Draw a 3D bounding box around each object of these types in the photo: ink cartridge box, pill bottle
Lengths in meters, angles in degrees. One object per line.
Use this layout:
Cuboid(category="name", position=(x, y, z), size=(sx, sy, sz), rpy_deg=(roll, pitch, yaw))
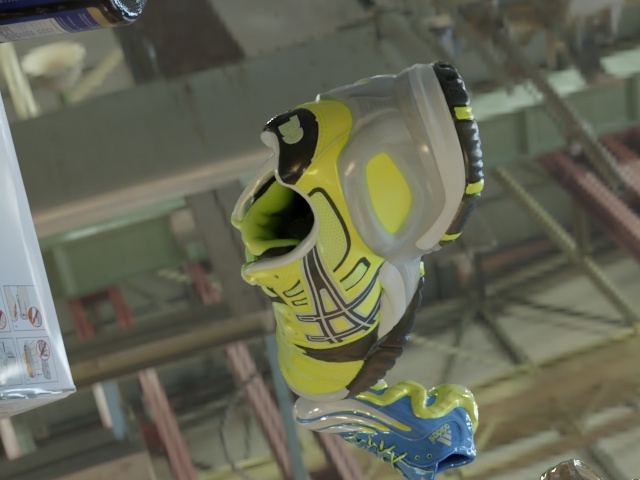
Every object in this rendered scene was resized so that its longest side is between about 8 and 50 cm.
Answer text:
Cuboid(category="ink cartridge box", position=(-0.387, 0.025, 1.364), size=(0.272, 0.309, 0.130), rpy_deg=(-21, 169, 26))
Cuboid(category="pill bottle", position=(-0.287, -0.255, 1.516), size=(0.219, 0.122, 0.123), rpy_deg=(-5, -147, 16))

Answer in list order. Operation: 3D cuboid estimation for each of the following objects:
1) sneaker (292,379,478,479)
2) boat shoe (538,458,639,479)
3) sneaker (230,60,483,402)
Cuboid(category="sneaker", position=(0.089, 0.237, 1.942), size=(0.240, 0.091, 0.126), rpy_deg=(-1, -129, -14))
Cuboid(category="boat shoe", position=(0.324, 0.293, 1.533), size=(0.110, 0.122, 0.341), rpy_deg=(-57, -154, 8))
Cuboid(category="sneaker", position=(0.000, 0.000, 1.184), size=(0.147, 0.384, 0.145), rpy_deg=(-5, -123, -16))
